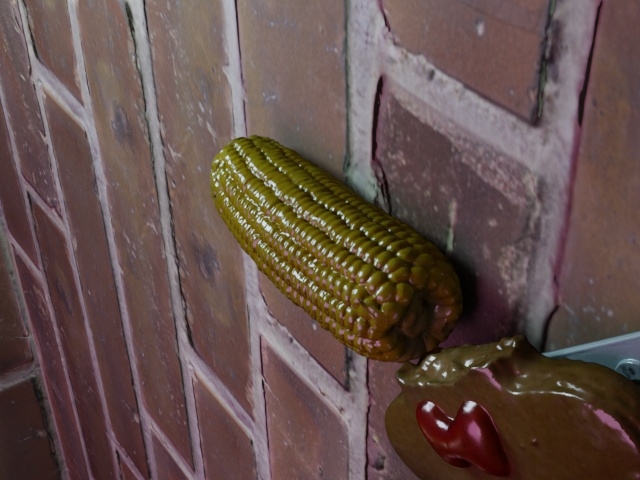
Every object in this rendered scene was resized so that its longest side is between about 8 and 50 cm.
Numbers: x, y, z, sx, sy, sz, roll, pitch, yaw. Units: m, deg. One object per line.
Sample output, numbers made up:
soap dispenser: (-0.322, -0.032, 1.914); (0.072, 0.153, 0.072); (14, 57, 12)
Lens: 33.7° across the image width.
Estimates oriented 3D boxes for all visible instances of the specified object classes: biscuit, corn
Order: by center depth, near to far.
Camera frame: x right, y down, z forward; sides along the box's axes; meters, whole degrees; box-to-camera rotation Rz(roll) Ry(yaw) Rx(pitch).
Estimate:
biscuit: (0.201, 0.262, 0.883); (0.394, 0.076, 0.368); (59, 155, -8)
corn: (0.000, 0.000, 1.059); (0.344, 0.131, 0.131); (40, 144, 46)

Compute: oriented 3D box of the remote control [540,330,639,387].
remote control: (0.255, 0.103, 0.748); (0.103, 0.051, 0.293); (59, 153, -1)
